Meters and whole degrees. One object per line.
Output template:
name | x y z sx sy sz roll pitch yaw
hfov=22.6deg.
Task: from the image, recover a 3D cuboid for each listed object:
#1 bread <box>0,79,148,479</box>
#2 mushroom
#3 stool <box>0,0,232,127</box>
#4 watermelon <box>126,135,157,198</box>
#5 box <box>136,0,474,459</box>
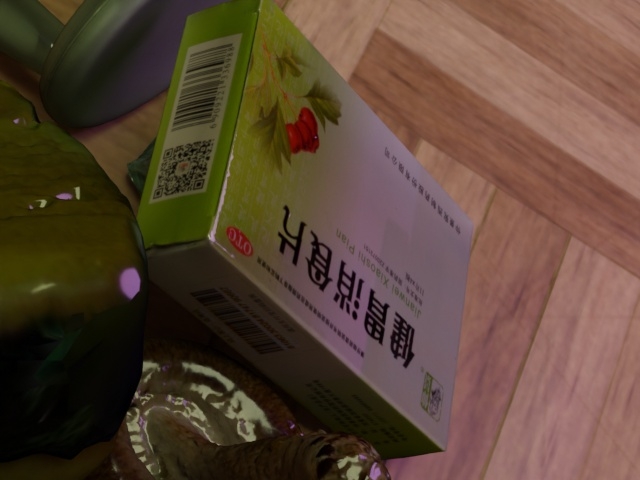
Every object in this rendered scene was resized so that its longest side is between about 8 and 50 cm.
bread | -0.271 0.042 0.788 0.377 0.208 0.251 -10 44 -32
mushroom | -0.033 0.128 0.860 0.148 0.217 0.227 -25 77 -34
stool | -0.147 -0.203 1.002 0.195 0.195 0.198 -34 78 -36
watermelon | -0.061 -0.034 1.033 0.101 0.080 0.155 -27 94 -28
box | 0.000 -0.001 0.968 0.260 0.062 0.175 45 44 -42
